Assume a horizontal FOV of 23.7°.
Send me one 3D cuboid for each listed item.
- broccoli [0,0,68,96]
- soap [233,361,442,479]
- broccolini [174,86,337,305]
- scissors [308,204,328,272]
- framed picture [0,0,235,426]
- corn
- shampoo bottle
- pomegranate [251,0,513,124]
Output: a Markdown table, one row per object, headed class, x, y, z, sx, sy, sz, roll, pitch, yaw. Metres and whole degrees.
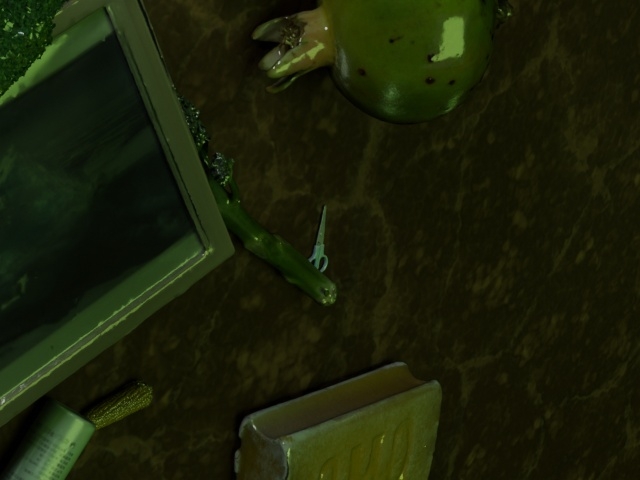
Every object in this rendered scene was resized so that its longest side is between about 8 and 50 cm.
| class | x | y | z | sx | sy | sz | roll | pitch | yaw |
| --- | --- | --- | --- | --- | --- | --- | --- | --- | --- |
| broccoli | -0.301 | -0.195 | 1.058 | 0.269 | 0.242 | 0.261 | -17 | 162 | -13 |
| soap | 0.019 | 0.258 | 1.780 | 0.274 | 0.089 | 0.173 | -15 | 120 | -46 |
| broccolini | -0.066 | -0.031 | 1.526 | 0.079 | 0.074 | 0.392 | -53 | 140 | -4 |
| scissors | 0.000 | 0.000 | 1.679 | 0.036 | 0.006 | 0.083 | -13 | 119 | -48 |
| framed picture | -0.287 | 0.014 | 1.272 | 0.446 | 0.028 | 0.326 | -37 | 132 | -21 |
| corn | -0.200 | 0.163 | 1.519 | 0.083 | 0.027 | 0.028 | -26 | 120 | -36 |
| shampoo bottle | -0.286 | 0.245 | 1.441 | 0.195 | 0.056 | 0.056 | -58 | 142 | -7 |
| pomegranate | 0.064 | -0.197 | 1.498 | 0.246 | 0.198 | 0.198 | -39 | 136 | -24 |
